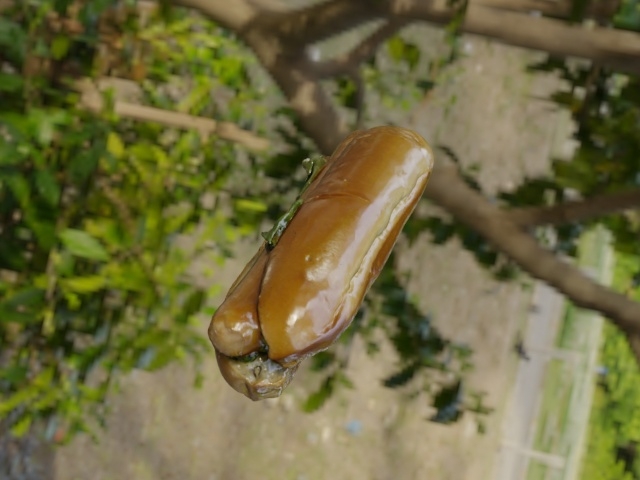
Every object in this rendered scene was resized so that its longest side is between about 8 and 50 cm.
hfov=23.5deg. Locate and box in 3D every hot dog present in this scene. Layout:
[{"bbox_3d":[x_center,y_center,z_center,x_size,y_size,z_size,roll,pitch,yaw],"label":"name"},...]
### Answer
[{"bbox_3d":[0.000,0.000,0.901,0.100,0.068,0.249,-45,-172,34],"label":"hot dog"}]
